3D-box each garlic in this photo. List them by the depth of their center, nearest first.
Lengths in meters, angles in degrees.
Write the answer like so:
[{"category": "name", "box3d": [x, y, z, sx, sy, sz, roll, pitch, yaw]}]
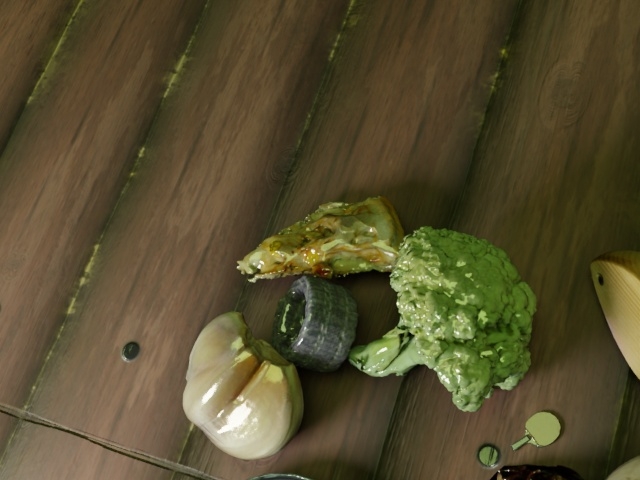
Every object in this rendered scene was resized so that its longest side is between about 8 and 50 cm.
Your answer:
[{"category": "garlic", "box3d": [-0.137, 0.256, 1.307, 0.217, 0.110, 0.228, 39, 120, 13]}]

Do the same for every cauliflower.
[{"category": "cauliflower", "box3d": [0.208, 0.129, 1.266, 0.260, 0.281, 0.327, 24, 47, 3]}]

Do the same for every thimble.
[{"category": "thimble", "box3d": [-0.010, 0.139, 1.345, 0.098, 0.150, 0.150, 18, 65, -24]}]

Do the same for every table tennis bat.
[{"category": "table tennis bat", "box3d": [0.328, 0.295, 1.252, 0.083, 0.007, 0.050, -32, 62, -2]}]

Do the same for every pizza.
[{"category": "pizza", "box3d": [0.000, 0.000, 1.425, 0.297, 0.071, 0.189, -10, 42, 13]}]

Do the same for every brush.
[{"category": "brush", "box3d": [0.527, 0.093, 1.211, 0.166, 0.174, 0.266, -12, 39, -8]}]

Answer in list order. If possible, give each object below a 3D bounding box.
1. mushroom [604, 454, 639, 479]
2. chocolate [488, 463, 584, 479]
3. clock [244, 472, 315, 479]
[{"category": "mushroom", "box3d": [0.474, 0.416, 1.001, 0.292, 0.290, 0.292, -15, 30, 9]}, {"category": "chocolate", "box3d": [0.308, 0.399, 1.115, 0.206, 0.177, 0.224, -44, 63, -6]}, {"category": "clock", "box3d": [-0.063, 0.517, 1.234, 0.319, 0.066, 0.319, -6, 65, 13]}]
